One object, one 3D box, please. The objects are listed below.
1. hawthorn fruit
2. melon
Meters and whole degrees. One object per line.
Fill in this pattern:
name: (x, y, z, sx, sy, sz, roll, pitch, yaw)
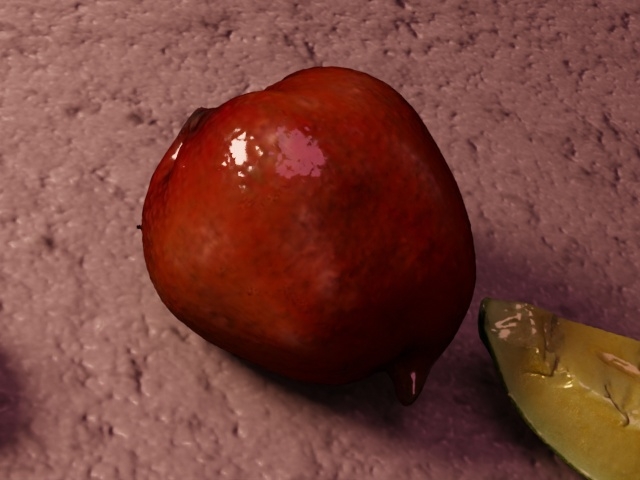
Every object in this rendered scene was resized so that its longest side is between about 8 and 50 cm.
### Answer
hawthorn fruit: (-0.003, -0.017, 1.228, 0.311, 0.295, 0.295, 23, 43, 1)
melon: (0.292, 0.151, 1.260, 0.323, 0.124, 0.196, 22, 42, 13)
